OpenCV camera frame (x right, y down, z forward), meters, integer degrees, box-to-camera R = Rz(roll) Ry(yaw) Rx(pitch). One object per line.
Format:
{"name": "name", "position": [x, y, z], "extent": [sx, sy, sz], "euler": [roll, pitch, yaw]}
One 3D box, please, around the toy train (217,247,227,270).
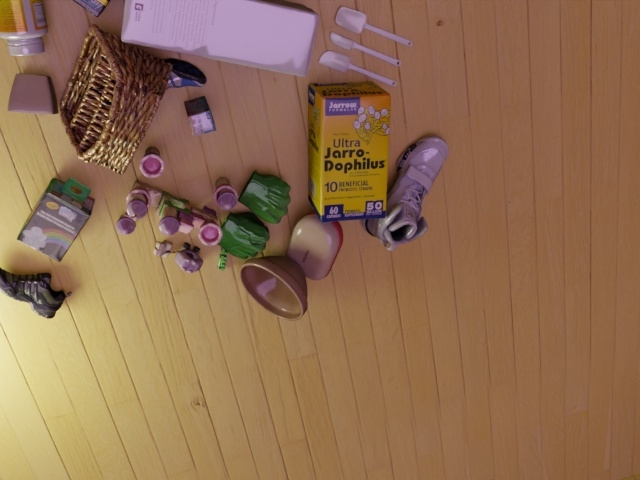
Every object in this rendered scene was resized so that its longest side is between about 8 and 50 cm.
{"name": "toy train", "position": [-0.297, 0.054, 2.111], "extent": [0.024, 0.017, 0.083], "euler": [12, 111, -7]}

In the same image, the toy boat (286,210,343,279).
{"name": "toy boat", "position": [0.000, 0.000, 2.093], "extent": [0.151, 0.151, 0.231], "euler": [35, 139, 10]}

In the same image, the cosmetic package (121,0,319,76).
{"name": "cosmetic package", "position": [-0.253, -0.547, 1.731], "extent": [0.453, 0.230, 0.161], "euler": [7, 113, -15]}

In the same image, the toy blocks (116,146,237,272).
{"name": "toy blocks", "position": [-0.404, -0.050, 1.903], "extent": [0.289, 0.260, 0.309], "euler": [22, 107, -22]}

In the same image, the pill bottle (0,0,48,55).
{"name": "pill bottle", "position": [-0.731, -0.562, 1.676], "extent": [0.117, 0.117, 0.215], "euler": [-7, 115, -10]}

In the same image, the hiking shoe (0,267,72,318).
{"name": "hiking shoe", "position": [-0.834, 0.123, 1.994], "extent": [0.114, 0.086, 0.227], "euler": [-50, 121, -4]}

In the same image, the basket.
{"name": "basket", "position": [-0.535, -0.334, 1.728], "extent": [0.223, 0.213, 0.299], "euler": [24, 129, -21]}

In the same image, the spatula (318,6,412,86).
{"name": "spatula", "position": [0.134, -0.535, 1.941], "extent": [0.242, 0.019, 0.168], "euler": [16, 109, -19]}

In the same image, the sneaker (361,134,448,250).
{"name": "sneaker", "position": [0.276, -0.132, 2.049], "extent": [0.137, 0.210, 0.366], "euler": [31, 104, -24]}

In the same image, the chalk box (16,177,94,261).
{"name": "chalk box", "position": [-0.708, -0.077, 1.895], "extent": [0.132, 0.132, 0.213], "euler": [33, 102, -23]}

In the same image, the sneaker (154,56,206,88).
{"name": "sneaker", "position": [-0.409, -0.435, 1.838], "extent": [0.211, 0.080, 0.081], "euler": [9, 124, -10]}

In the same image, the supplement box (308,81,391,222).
{"name": "supplement box", "position": [0.075, -0.252, 1.957], "extent": [0.194, 0.195, 0.356], "euler": [-5, 114, -11]}

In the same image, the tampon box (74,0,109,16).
{"name": "tampon box", "position": [-0.547, -0.649, 1.686], "extent": [0.120, 0.101, 0.161], "euler": [32, 103, -24]}

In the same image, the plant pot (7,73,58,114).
{"name": "plant pot", "position": [-0.734, -0.375, 1.772], "extent": [0.109, 0.109, 0.096], "euler": [1, 101, -13]}

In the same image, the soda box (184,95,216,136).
{"name": "soda box", "position": [-0.320, -0.331, 1.837], "extent": [0.063, 0.183, 0.058], "euler": [-18, 117, -6]}

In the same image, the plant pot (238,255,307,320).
{"name": "plant pot", "position": [-0.122, 0.123, 2.101], "extent": [0.110, 0.237, 0.237], "euler": [-51, 122, -31]}

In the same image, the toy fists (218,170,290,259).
{"name": "toy fists", "position": [-0.191, -0.069, 2.038], "extent": [0.142, 0.096, 0.279], "euler": [29, 106, -12]}
